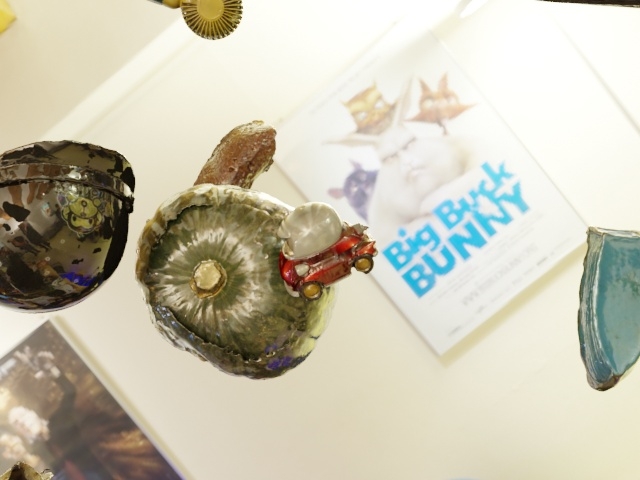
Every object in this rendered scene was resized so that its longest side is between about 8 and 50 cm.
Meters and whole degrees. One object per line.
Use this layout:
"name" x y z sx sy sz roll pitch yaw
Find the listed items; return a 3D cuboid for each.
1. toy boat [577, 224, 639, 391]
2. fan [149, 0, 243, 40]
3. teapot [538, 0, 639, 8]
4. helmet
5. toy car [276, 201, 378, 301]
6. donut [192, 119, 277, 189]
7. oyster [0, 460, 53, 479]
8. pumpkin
"toy boat" 0.321 0.076 0.825 0.075 0.186 0.077 3 -3 3
"fan" -0.176 -0.312 0.964 0.039 0.155 0.082 -98 27 -74
"teapot" 0.190 -0.194 0.496 0.177 0.087 0.096 11 44 23
"helmet" -0.353 0.003 0.964 0.230 0.161 0.278 14 -35 -41
"toy car" 0.000 0.000 1.017 0.139 0.112 0.112 -22 27 1
"donut" -0.161 -0.100 1.441 0.151 0.295 0.112 4 -3 -28
"oyster" -0.409 0.285 0.799 0.166 0.094 0.294 -39 -27 30
"pumpkin" -0.137 0.061 1.192 0.257 0.327 0.292 19 -92 -82
